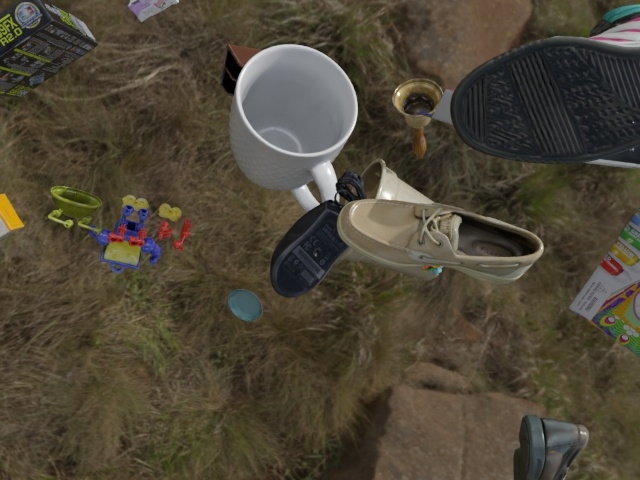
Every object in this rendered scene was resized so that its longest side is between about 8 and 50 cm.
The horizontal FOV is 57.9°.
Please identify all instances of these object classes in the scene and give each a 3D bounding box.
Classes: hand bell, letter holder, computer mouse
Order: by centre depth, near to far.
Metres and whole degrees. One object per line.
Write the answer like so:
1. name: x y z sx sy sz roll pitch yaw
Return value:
1. computer mouse: 0.000 0.000 1.163 0.272 0.072 0.188 -43 127 -9
2. hand bell: 0.261 -0.300 1.546 0.242 0.126 0.126 73 34 -59
3. letter holder: -0.180 -0.573 2.075 0.301 0.152 0.214 1 35 -26

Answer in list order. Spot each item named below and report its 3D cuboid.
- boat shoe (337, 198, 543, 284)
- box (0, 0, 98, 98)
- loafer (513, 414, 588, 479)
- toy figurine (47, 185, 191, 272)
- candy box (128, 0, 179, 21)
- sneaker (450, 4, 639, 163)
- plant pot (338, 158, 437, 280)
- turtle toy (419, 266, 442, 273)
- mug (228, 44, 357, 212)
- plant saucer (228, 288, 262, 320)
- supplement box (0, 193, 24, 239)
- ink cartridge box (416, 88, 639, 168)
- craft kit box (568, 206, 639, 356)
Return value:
1. boat shoe: 0.177 -0.011 0.865 0.302 0.098 0.109 15 67 -2
2. box: -0.569 -0.364 1.114 0.216 0.270 0.060 -33 101 2
3. loafer: 0.342 0.345 0.870 0.268 0.084 0.096 74 16 -49
4. toy figurine: -0.551 0.013 1.545 0.362 0.217 0.191 14 35 -23
5. candy box: -0.539 -0.843 1.935 0.070 0.164 0.196 50 33 -44
6. sneaker: 0.259 -0.153 0.547 0.295 0.178 0.124 -10 103 5
7. plant pot: 0.238 -0.033 1.768 0.305 0.334 0.334 24 65 -12
8. turtle toy: 0.217 0.024 1.171 0.130 0.066 0.095 19 109 -36
9. mug: -0.065 -0.222 1.403 0.276 0.328 0.374 -26 82 -20
10. plant saucer: -0.234 0.200 1.827 0.119 0.119 0.021 56 32 -12
11. supplement box: -0.537 -0.024 0.926 0.062 0.098 0.036 62 11 -8
12. ink cartridge box: 0.324 -0.195 0.950 0.175 0.371 0.069 2 108 -22
13. craft kit box: 0.423 0.052 0.585 0.246 0.250 0.061 36 47 24
